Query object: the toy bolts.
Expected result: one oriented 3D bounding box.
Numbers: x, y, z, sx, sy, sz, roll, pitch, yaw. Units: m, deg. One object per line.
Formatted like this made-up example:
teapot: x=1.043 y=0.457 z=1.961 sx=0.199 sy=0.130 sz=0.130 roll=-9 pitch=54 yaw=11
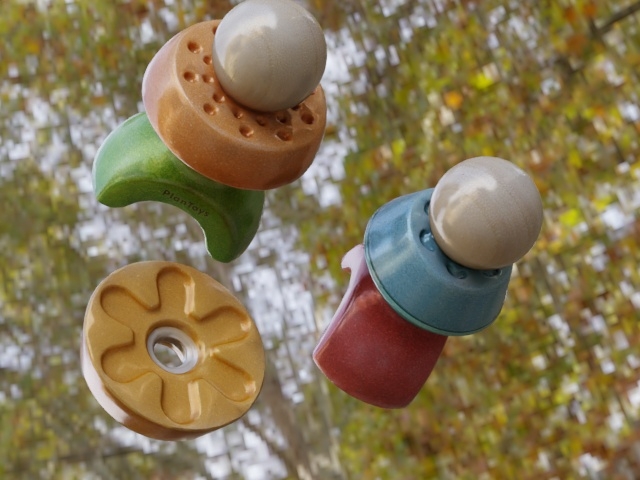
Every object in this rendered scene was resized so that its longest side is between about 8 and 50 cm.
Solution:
toy bolts: x=0.000 y=0.000 z=0.906 sx=0.228 sy=0.218 sz=0.158 roll=24 pitch=-42 yaw=-15
